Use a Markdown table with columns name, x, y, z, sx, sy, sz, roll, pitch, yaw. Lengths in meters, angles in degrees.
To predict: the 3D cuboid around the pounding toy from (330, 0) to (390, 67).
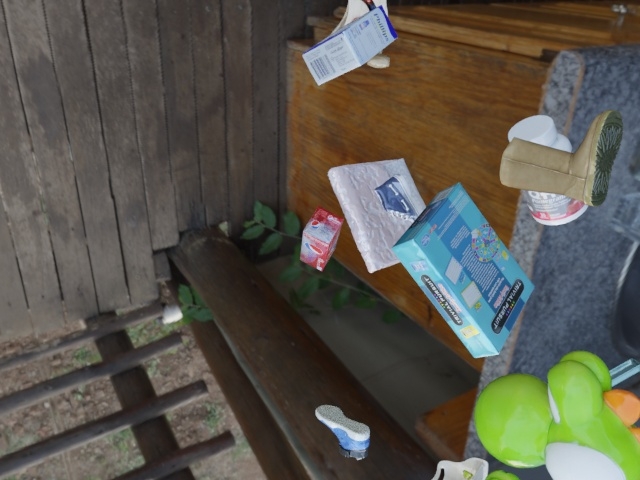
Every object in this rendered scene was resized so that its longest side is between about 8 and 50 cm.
| name | x | y | z | sx | sy | sz | roll | pitch | yaw |
| --- | --- | --- | --- | --- | --- | --- | --- | --- | --- |
| pounding toy | 0.099 | -0.577 | 1.478 | 0.154 | 0.154 | 0.269 | -4 | 132 | 6 |

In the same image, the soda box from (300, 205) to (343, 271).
| name | x | y | z | sx | sy | sz | roll | pitch | yaw |
| --- | --- | --- | --- | --- | --- | --- | --- | --- | --- |
| soda box | 0.000 | 0.000 | 1.654 | 0.092 | 0.084 | 0.263 | -59 | 174 | -19 |

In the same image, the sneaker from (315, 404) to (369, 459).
| name | x | y | z | sx | sy | sz | roll | pitch | yaw |
| --- | --- | --- | --- | --- | --- | --- | --- | --- | --- |
| sneaker | 0.046 | 0.430 | 1.256 | 0.058 | 0.152 | 0.084 | -17 | 113 | -45 |

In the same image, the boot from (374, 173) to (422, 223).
| name | x | y | z | sx | sy | sz | roll | pitch | yaw |
| --- | --- | --- | --- | --- | --- | --- | --- | --- | --- |
| boot | 0.223 | -0.083 | 1.560 | 0.086 | 0.069 | 0.189 | -32 | 100 | -11 |

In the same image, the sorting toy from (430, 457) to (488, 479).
| name | x | y | z | sx | sy | sz | roll | pitch | yaw |
| --- | --- | --- | --- | --- | --- | --- | --- | --- | --- |
| sorting toy | 0.200 | 0.361 | 0.844 | 0.083 | 0.075 | 0.044 | -38 | 125 | -40 |

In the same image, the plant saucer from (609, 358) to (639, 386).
| name | x | y | z | sx | sy | sz | roll | pitch | yaw |
| --- | --- | --- | --- | --- | --- | --- | --- | --- | --- |
| plant saucer | 0.668 | 0.341 | 1.343 | 0.192 | 0.018 | 0.067 | -35 | 173 | 10 |

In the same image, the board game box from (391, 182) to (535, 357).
| name | x | y | z | sx | sy | sz | roll | pitch | yaw |
| --- | --- | --- | --- | --- | --- | --- | --- | --- | --- |
| board game box | 0.349 | 0.068 | 1.353 | 0.336 | 0.079 | 0.254 | 52 | 52 | -9 |

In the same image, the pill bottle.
| name | x | y | z | sx | sy | sz | roll | pitch | yaw |
| --- | --- | --- | --- | --- | --- | --- | --- | --- | --- |
| pill bottle | 0.683 | -0.214 | 1.712 | 0.176 | 0.176 | 0.318 | -41 | 121 | -9 |

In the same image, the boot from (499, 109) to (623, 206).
| name | x | y | z | sx | sy | sz | roll | pitch | yaw |
| --- | --- | --- | --- | --- | --- | --- | --- | --- | --- |
| boot | 0.575 | -0.217 | 1.389 | 0.089 | 0.270 | 0.235 | -6 | 112 | -33 |

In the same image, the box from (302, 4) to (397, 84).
| name | x | y | z | sx | sy | sz | roll | pitch | yaw |
| --- | --- | --- | --- | --- | --- | --- | --- | --- | --- |
| box | 0.057 | -0.380 | 1.104 | 0.137 | 0.126 | 0.072 | -45 | 113 | -34 |

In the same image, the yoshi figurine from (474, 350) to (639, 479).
| name | x | y | z | sx | sy | sz | roll | pitch | yaw |
| --- | --- | --- | --- | --- | --- | --- | --- | --- | --- |
| yoshi figurine | 0.281 | 0.306 | 0.672 | 0.203 | 0.203 | 0.361 | -8 | 94 | 7 |

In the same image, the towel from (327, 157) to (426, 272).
| name | x | y | z | sx | sy | sz | roll | pitch | yaw |
| --- | --- | --- | --- | --- | --- | --- | --- | --- | --- |
| towel | 0.205 | -0.092 | 1.741 | 0.317 | 0.331 | 0.053 | -15 | 167 | -36 |
